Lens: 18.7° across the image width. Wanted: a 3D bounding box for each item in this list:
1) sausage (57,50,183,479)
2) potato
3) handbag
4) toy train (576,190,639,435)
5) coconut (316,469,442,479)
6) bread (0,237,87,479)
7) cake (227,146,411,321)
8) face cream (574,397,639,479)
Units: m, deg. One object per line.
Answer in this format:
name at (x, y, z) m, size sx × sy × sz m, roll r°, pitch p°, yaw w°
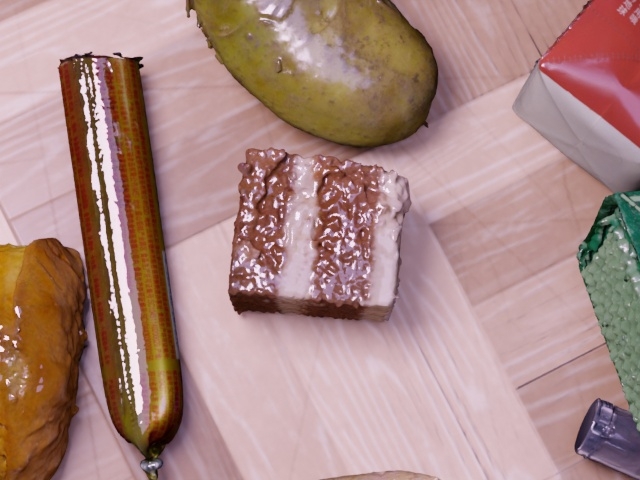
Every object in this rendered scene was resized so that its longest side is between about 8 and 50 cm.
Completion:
sausage at (-0.165, 0.023, 1.677) m, size 0.082 × 0.082 × 0.371 m, roll -7°, pitch 82°, yaw -6°
potato at (-0.004, -0.174, 1.710) m, size 0.251 × 0.113 × 0.149 m, roll 37°, pitch 71°, yaw -6°
handbag at (0.319, -0.195, 1.710) m, size 0.151 × 0.171 × 0.298 m, roll 40°, pitch 80°, yaw 4°
toy train at (0.326, 0.067, 1.658) m, size 0.154 × 0.115 × 0.269 m, roll -3°, pitch 58°, yaw -20°
coconut at (0.038, 0.326, 1.548) m, size 0.297 × 0.254 × 0.297 m, roll 1°, pitch 79°, yaw -6°
bread at (-0.275, 0.100, 1.627) m, size 0.143 × 0.139 × 0.229 m, roll 2°, pitch 78°, yaw 3°
cake at (0.000, 0.000, 1.665) m, size 0.147 × 0.134 × 0.135 m, roll 7°, pitch 81°, yaw 3°
face cream at (0.361, 0.220, 1.687) m, size 0.291 × 0.071 × 0.144 m, roll 23°, pitch 76°, yaw -2°
